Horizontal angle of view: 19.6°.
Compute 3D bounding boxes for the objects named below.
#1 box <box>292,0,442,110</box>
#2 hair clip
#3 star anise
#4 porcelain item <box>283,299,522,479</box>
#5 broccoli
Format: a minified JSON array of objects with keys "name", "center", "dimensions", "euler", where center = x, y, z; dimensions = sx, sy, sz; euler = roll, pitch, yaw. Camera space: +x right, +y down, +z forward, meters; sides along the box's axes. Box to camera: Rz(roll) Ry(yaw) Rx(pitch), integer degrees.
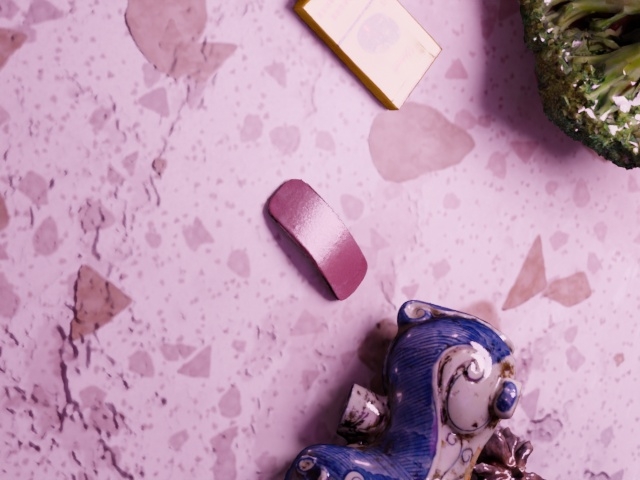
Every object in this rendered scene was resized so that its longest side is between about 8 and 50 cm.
[{"name":"box","center":[0.049,-0.213,1.869],"dimensions":[0.155,0.023,0.087],"euler":[45,68,-26]},{"name":"hair clip","center":[0.001,0.000,1.851],"dimensions":[0.054,0.022,0.137],"euler":[-48,115,-24]},{"name":"star anise","center":[0.188,0.238,1.957],"dimensions":[0.124,0.056,0.129],"euler":[-35,102,-44]},{"name":"porcelain item","center":[0.080,0.198,1.854],"dimensions":[0.186,0.138,0.288],"euler":[23,78,-3]},{"name":"broccoli","center":[0.347,-0.217,1.922],"dimensions":[0.308,0.275,0.308],"euler":[3,72,-10]}]
